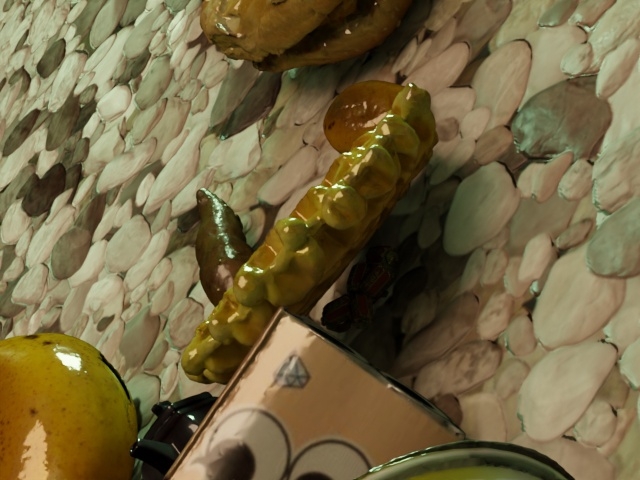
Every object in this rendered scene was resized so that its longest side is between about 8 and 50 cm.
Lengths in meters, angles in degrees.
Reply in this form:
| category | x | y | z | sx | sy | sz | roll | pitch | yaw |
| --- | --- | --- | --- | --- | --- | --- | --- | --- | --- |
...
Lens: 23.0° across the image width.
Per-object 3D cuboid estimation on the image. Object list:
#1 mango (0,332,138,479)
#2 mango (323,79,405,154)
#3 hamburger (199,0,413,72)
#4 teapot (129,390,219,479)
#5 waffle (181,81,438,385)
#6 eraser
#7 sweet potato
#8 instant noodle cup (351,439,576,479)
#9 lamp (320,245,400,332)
| category | x | y | z | sx | sy | sz | roll | pitch | yaw |
| --- | --- | --- | --- | --- | --- | --- | --- | --- | --- |
| mango | -0.266 | 0.199 | 1.521 | 0.191 | 0.160 | 0.290 | -42 | 35 | 8 |
| mango | 0.050 | -0.113 | 1.457 | 0.114 | 0.057 | 0.079 | -6 | 52 | 44 |
| hamburger | 0.003 | -0.289 | 1.612 | 0.283 | 0.145 | 0.259 | 4 | 68 | 53 |
| teapot | -0.101 | 0.169 | 1.301 | 0.087 | 0.096 | 0.177 | -52 | -15 | 17 |
| waffle | 0.001 | 0.001 | 1.303 | 0.309 | 0.065 | 0.283 | -49 | -3 | 15 |
| eraser | -0.038 | 0.216 | 1.178 | 0.290 | 0.171 | 0.087 | -56 | -11 | 1 |
| sweet potato | -0.084 | 0.041 | 1.497 | 0.067 | 0.067 | 0.274 | -44 | 37 | 21 |
| instant noodle cup | 0.097 | 0.277 | 0.798 | 0.296 | 0.296 | 0.214 | -56 | 37 | 1 |
| lamp | 0.038 | 0.040 | 1.349 | 0.063 | 0.031 | 0.083 | -1 | 57 | 54 |
